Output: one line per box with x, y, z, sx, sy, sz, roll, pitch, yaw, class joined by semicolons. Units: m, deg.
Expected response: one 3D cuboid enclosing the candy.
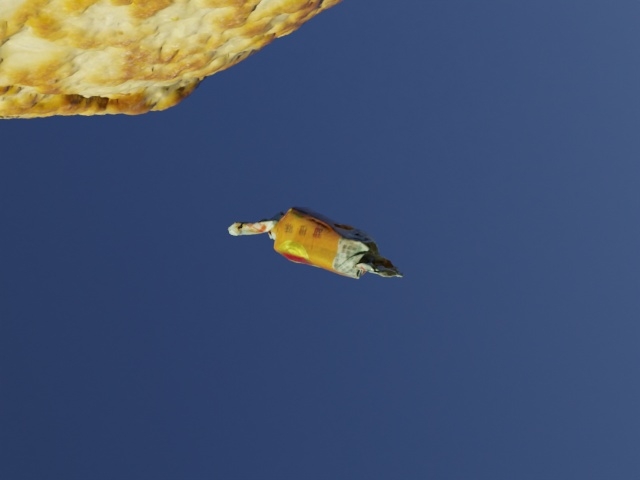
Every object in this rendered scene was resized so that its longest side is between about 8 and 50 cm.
0.000;0.000;1.232;0.053;0.182;0.046;18;-91;-48;candy

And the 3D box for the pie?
-0.062;-0.115;0.619;0.205;0.179;0.084;-7;-108;-45;pie
